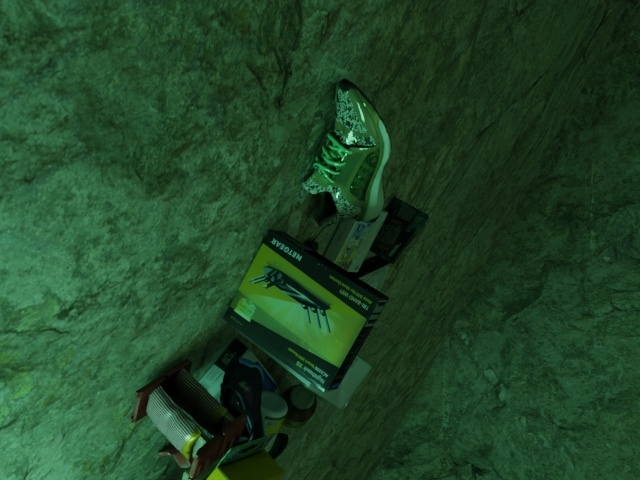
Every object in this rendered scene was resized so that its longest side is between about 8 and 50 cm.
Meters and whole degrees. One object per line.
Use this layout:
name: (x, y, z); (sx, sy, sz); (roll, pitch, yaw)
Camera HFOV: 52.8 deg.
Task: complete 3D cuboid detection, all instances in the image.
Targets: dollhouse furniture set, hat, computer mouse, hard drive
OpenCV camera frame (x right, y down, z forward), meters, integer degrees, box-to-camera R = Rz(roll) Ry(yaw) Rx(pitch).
dollhouse furniture set: (-0.315, 0.475, 1.465); (0.152, 0.201, 0.374); (-31, 150, -45)
hat: (-0.211, 0.576, 1.955); (0.173, 0.183, 0.208); (-34, -169, -22)
computer mouse: (0.000, 0.000, 1.670); (0.242, 0.041, 0.071); (-56, 154, -7)
hard drive: (0.085, 0.190, 2.018); (0.339, 0.064, 0.237); (-19, 135, -55)

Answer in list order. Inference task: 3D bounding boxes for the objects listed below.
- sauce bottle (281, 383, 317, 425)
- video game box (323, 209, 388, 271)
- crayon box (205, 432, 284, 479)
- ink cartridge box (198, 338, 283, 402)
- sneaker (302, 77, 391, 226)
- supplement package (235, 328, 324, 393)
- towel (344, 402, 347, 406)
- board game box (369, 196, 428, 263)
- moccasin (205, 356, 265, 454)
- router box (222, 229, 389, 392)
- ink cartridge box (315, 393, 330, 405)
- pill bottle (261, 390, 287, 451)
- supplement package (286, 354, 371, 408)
sauce bottle: (-0.068, 0.488, 1.921); (0.111, 0.111, 0.344); (-48, 169, -22)
video game box: (0.097, -0.006, 1.834); (0.205, 0.048, 0.187); (-63, 157, 10)
crayon box: (-0.217, 0.596, 1.464); (0.323, 0.083, 0.203); (-53, 156, 12)
ink cartridge box: (-0.211, 0.407, 1.719); (0.175, 0.069, 0.371); (-51, 152, -17)
sneaker: (0.047, -0.169, 1.471); (0.182, 0.158, 0.410); (-27, 139, -20)
supplement package: (-0.063, 0.245, 1.590); (0.134, 0.244, 0.139); (-54, 155, -7)
towel: (0.073, 0.432, 2.145); (0.029, 0.197, 0.144); (-2, 126, -16)
board game box: (0.222, -0.032, 1.939); (0.186, 0.126, 0.026); (-50, 154, -15)
moccasin: (-0.213, 0.434, 1.545); (0.117, 0.138, 0.342); (-47, 143, -53)
router box: (-0.038, 0.154, 1.458); (0.243, 0.309, 0.081); (-62, 157, 7)
ink cartridge box: (0.026, 0.417, 2.008); (0.078, 0.134, 0.231); (-41, 168, -30)
pill bottle: (-0.164, 0.502, 1.721); (0.103, 0.103, 0.184); (-11, 128, -58)
supplement package: (-0.010, 0.319, 1.759); (0.149, 0.203, 0.194); (-52, 137, -7)
